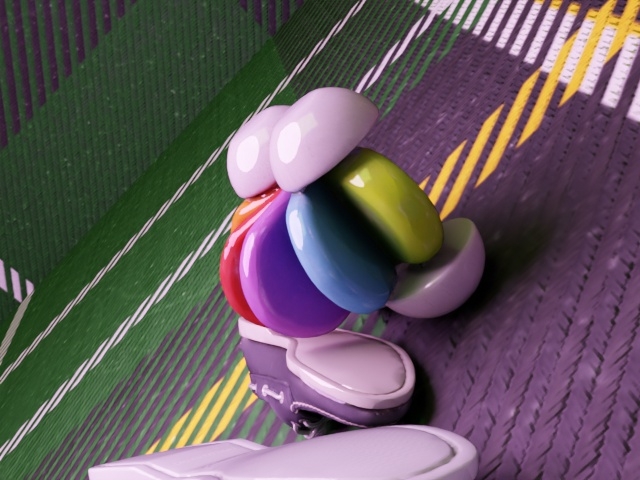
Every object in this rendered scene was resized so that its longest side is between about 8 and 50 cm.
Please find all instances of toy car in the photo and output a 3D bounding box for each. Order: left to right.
[{"bbox_3d":[0.000,0.000,0.588,0.136,0.159,0.182,-47,18,-18],"label":"toy car"}]

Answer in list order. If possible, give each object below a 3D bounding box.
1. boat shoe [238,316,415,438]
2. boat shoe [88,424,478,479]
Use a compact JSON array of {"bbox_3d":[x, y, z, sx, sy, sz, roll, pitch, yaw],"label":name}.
[{"bbox_3d":[0.001,0.095,0.604,0.206,0.075,0.065,-163,71,-64],"label":"boat shoe"},{"bbox_3d":[-0.027,0.152,0.478,0.114,0.091,0.302,-7,-7,-33],"label":"boat shoe"}]
